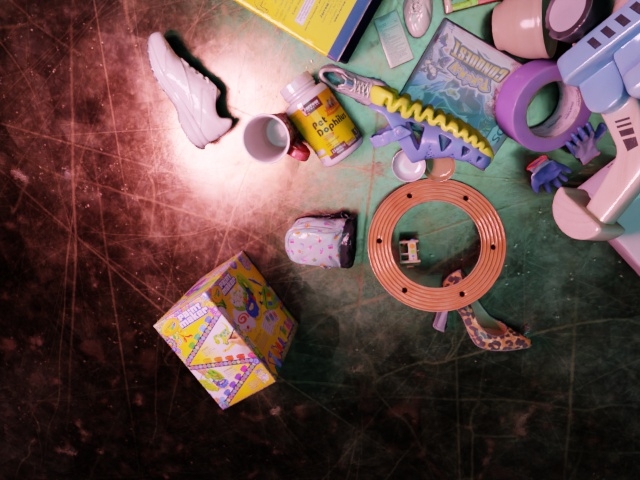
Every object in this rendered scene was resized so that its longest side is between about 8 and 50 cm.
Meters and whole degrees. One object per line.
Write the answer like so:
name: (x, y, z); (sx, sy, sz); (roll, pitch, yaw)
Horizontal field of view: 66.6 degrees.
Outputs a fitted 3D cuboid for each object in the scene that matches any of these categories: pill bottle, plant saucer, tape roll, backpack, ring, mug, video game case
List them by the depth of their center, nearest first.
tape roll: (0.495, -0.299, 1.082); (0.189, 0.080, 0.188); (-4, 118, -8)
video game case: (0.340, -0.338, 1.149); (0.275, 0.035, 0.248); (30, 111, -2)
pill bottle: (-0.001, -0.292, 1.170); (0.117, 0.117, 0.215); (-33, 104, 18)
mug: (-0.102, -0.240, 1.183); (0.113, 0.169, 0.150); (-31, 102, 17)
plant saucer: (0.294, -0.188, 1.209); (0.084, 0.015, 0.083); (12, 117, 25)
ring: (0.288, 0.010, 1.221); (0.337, 0.032, 0.336); (-1, 83, 8)
backpack: (0.000, 0.000, 1.278); (0.182, 0.115, 0.151); (7, 112, 10)

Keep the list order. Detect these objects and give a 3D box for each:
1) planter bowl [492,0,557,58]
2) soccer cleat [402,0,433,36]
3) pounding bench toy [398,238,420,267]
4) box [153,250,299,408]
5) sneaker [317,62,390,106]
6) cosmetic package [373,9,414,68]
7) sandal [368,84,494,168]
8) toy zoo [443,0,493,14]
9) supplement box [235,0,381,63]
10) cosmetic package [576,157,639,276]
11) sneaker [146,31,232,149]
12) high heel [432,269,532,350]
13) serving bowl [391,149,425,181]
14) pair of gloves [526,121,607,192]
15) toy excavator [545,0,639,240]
planter bowl: (0.433, -0.466, 1.039); (0.109, 0.162, 0.161); (5, 112, 36)
soccer cleat: (0.219, -0.554, 1.073); (0.068, 0.076, 0.196); (5, 110, 8)
pounding bench toy: (0.233, 0.034, 1.287); (0.052, 0.083, 0.065); (-5, 76, 8)
box: (-0.230, 0.224, 1.297); (0.177, 0.290, 0.279); (-32, 100, 18)
sneaker: (0.079, -0.365, 1.158); (0.191, 0.083, 0.071); (18, 109, 2)
cosmetic package: (0.170, -0.465, 1.130); (0.060, 0.041, 0.115); (-18, 105, 15)
sandal: (0.241, -0.238, 1.125); (0.318, 0.126, 0.138); (27, 115, 8)
toy zoo: (0.402, -0.624, 1.044); (0.294, 0.030, 0.192); (-9, 107, 12)
supplement box: (-0.057, -0.560, 1.054); (0.357, 0.194, 0.195); (31, 110, -2)
cosmetic package: (0.772, 0.007, 1.104); (0.385, 0.217, 0.156); (43, 109, -5)
sneaker: (-0.328, -0.382, 1.221); (0.129, 0.111, 0.297); (-27, 107, 1)
high heel: (0.439, 0.185, 1.276); (0.262, 0.093, 0.186); (15, 117, 13)
serving bowl: (0.222, -0.190, 1.220); (0.084, 0.027, 0.083); (6, 112, 15)
pair of gloves: (0.569, -0.187, 1.121); (0.198, 0.023, 0.159); (-40, 143, 22)
toy excavator: (0.576, -0.268, 0.896); (0.223, 0.444, 0.433); (3, 156, -25)
